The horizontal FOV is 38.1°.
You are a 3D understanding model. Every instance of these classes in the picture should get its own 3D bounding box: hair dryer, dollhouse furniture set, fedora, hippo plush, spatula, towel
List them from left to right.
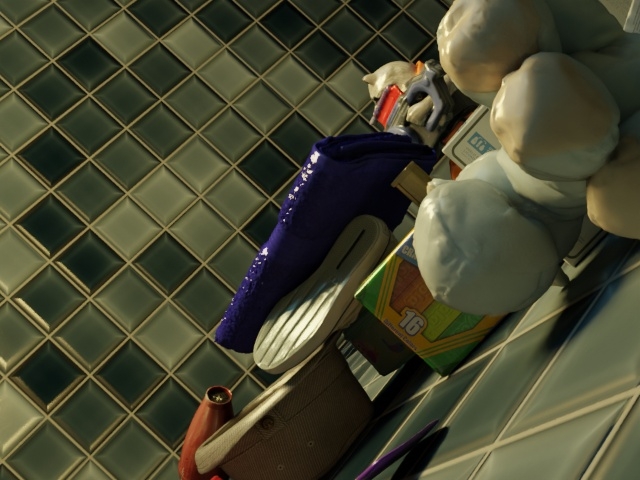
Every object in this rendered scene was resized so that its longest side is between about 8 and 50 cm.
[{"bbox_3d":[-0.116,0.292,1.387,0.223,0.080,0.293,-49,-33,-10],"label":"hair dryer"},{"bbox_3d":[-0.027,0.236,1.195,0.275,0.124,0.244,-40,-2,-8],"label":"fedora"},{"bbox_3d":[0.000,0.000,1.168,0.227,0.076,0.308,-7,-46,-49],"label":"towel"},{"bbox_3d":[0.007,0.239,0.720,0.296,0.030,0.084,-46,-8,-40],"label":"spatula"},{"bbox_3d":[0.156,-0.009,1.149,0.101,0.182,0.161,-49,-2,22],"label":"dollhouse furniture set"},{"bbox_3d":[0.158,-0.075,0.736,0.236,0.234,0.294,-49,-2,41],"label":"hippo plush"}]

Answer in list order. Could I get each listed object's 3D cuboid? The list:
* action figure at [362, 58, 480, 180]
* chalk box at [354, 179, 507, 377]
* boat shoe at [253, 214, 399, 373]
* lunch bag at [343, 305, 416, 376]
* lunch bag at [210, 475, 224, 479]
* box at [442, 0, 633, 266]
[{"bbox_3d":[0.194,-0.143,1.437,0.178,0.330,0.341,-45,-4,-35],"label":"action figure"},{"bbox_3d":[0.160,0.014,0.989,0.213,0.132,0.132,-50,-3,16],"label":"chalk box"},{"bbox_3d":[0.017,0.076,1.108,0.226,0.083,0.076,-49,-44,5],"label":"boat shoe"},{"bbox_3d":[0.164,0.046,1.300,0.279,0.108,0.224,-45,-4,-45],"label":"lunch bag"},{"bbox_3d":[-0.189,0.419,1.004,0.293,0.120,0.258,-51,0,28],"label":"lunch bag"},{"bbox_3d":[0.269,-0.139,0.857,0.290,0.169,0.087,-47,-2,11],"label":"box"}]
